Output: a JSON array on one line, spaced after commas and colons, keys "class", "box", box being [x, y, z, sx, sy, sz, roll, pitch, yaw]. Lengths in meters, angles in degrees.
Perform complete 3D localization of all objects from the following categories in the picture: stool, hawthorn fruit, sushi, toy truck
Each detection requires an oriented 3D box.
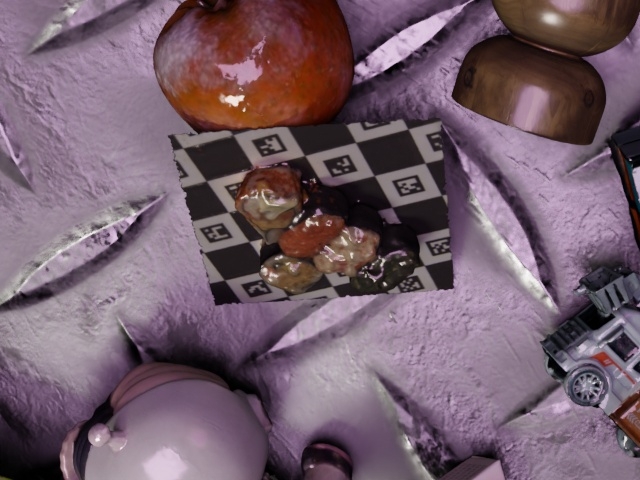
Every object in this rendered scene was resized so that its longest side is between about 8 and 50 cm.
[{"class": "stool", "box": [0.277, -0.264, 1.599, 0.179, 0.179, 0.264, 18, 105, 1]}, {"class": "hawthorn fruit", "box": [-0.069, -0.217, 1.637, 0.231, 0.263, 0.235, 40, 97, 33]}, {"class": "sushi", "box": [0.000, 0.000, 1.654, 0.320, 0.068, 0.339, -3, 141, 5]}, {"class": "toy truck", "box": [0.423, 0.180, 1.728, 0.184, 0.133, 0.338, -44, 100, 4]}]

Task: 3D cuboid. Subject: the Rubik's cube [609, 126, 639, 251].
[{"class": "Rubik's cube", "box": [0.454, -0.053, 1.636, 0.167, 0.180, 0.183, -18, 100, 9]}]

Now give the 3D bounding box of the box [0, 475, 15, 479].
[{"class": "box", "box": [-0.466, 0.329, 1.827, 0.335, 0.187, 0.047, 20, 72, 0]}]

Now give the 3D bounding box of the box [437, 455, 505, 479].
[{"class": "box", "box": [0.124, 0.441, 1.741, 0.065, 0.343, 0.200, -1, 110, 52]}]

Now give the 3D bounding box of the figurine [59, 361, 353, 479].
[{"class": "figurine", "box": [-0.136, 0.304, 1.770, 0.361, 0.211, 0.253, 38, 82, -9]}]
